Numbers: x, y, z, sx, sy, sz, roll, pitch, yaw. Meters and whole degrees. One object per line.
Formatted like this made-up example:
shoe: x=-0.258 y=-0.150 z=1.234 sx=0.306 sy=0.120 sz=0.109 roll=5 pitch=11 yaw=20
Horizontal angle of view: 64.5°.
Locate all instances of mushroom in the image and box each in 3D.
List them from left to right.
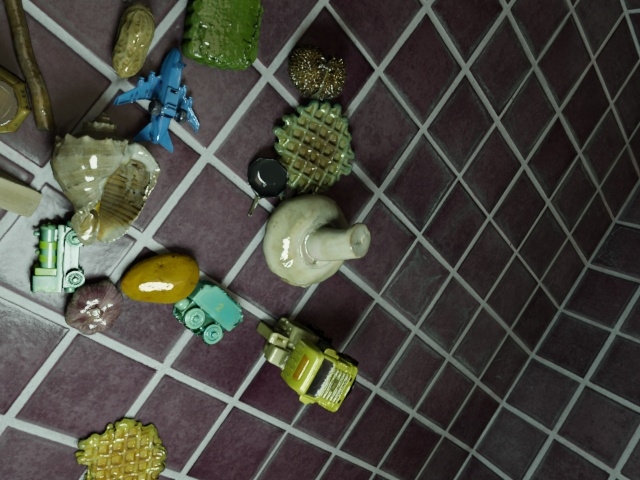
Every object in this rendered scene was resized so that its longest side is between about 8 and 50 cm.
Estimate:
mushroom: x=-0.017 y=-0.020 z=1.661 sx=0.356 sy=0.315 sz=0.315 roll=-35 pitch=129 yaw=22

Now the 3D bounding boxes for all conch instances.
conch: x=-0.554 y=-0.160 z=1.296 sx=0.263 sy=0.186 sz=0.324 roll=4 pitch=117 yaw=-41

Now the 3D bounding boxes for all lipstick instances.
lipstick: x=-0.135 y=-0.180 z=1.658 sx=0.037 sy=0.037 sz=0.116 roll=-29 pitch=122 yaw=-23

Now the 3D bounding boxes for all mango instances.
mango: x=-0.463 y=0.116 z=1.481 sx=0.227 sy=0.109 sz=0.147 roll=-16 pitch=101 yaw=-29

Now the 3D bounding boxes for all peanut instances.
peanut: x=-0.474 y=-0.505 z=1.292 sx=0.083 sy=0.093 sz=0.194 roll=9 pitch=98 yaw=-63

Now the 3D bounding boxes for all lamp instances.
lamp: x=-0.729 y=-0.314 z=1.124 sx=0.161 sy=0.185 sz=0.162 roll=-9 pitch=109 yaw=-29

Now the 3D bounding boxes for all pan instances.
pan: x=-0.191 y=-0.181 z=1.610 sx=0.201 sy=0.048 sz=0.128 roll=-36 pitch=105 yaw=21

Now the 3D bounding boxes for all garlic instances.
garlic: x=-0.625 y=0.190 z=1.405 sx=0.159 sy=0.102 sz=0.147 roll=-39 pitch=124 yaw=-17

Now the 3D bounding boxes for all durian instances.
durian: x=-0.006 y=-0.517 z=1.540 sx=0.195 sy=0.196 sz=0.167 roll=-1 pitch=94 yaw=-34

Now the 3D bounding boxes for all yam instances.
yam: x=-0.690 y=-0.426 z=1.201 sx=0.045 sy=0.045 sz=0.327 roll=-29 pitch=121 yaw=-49

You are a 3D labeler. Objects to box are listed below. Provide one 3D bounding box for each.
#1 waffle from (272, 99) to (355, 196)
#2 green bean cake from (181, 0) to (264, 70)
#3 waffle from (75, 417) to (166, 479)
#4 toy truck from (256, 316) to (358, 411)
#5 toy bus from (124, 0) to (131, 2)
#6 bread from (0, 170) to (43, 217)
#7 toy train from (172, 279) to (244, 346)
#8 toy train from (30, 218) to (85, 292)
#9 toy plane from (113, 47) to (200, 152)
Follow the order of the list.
waffle: x=-0.016 y=-0.306 z=1.682 sx=0.291 sy=0.056 sz=0.310 roll=-32 pitch=121 yaw=-22
green bean cake: x=-0.270 y=-0.582 z=1.389 sx=0.200 sy=0.113 sz=0.215 roll=-1 pitch=106 yaw=-34
waffle: x=-0.632 y=0.704 z=1.593 sx=0.281 sy=0.058 sz=0.301 roll=-25 pitch=116 yaw=-27
toy truck: x=-0.058 y=0.382 z=1.668 sx=0.253 sy=0.405 sz=0.181 roll=27 pitch=89 yaw=-27
toy bus: x=-0.530 y=-0.651 z=1.202 sx=0.342 sy=0.097 sz=0.138 roll=-10 pitch=108 yaw=-32
bread: x=-0.784 y=-0.126 z=1.247 sx=0.077 sy=0.105 sz=0.152 roll=-57 pitch=158 yaw=-6
toy train: x=-0.355 y=0.222 z=1.595 sx=0.163 sy=0.112 sz=0.203 roll=-51 pitch=126 yaw=-17
toy train: x=-0.685 y=0.041 z=1.331 sx=0.132 sy=0.083 sz=0.201 roll=2 pitch=101 yaw=-27
toy plane: x=-0.417 y=-0.382 z=1.366 sx=0.254 sy=0.105 sz=0.272 roll=9 pitch=104 yaw=-49
